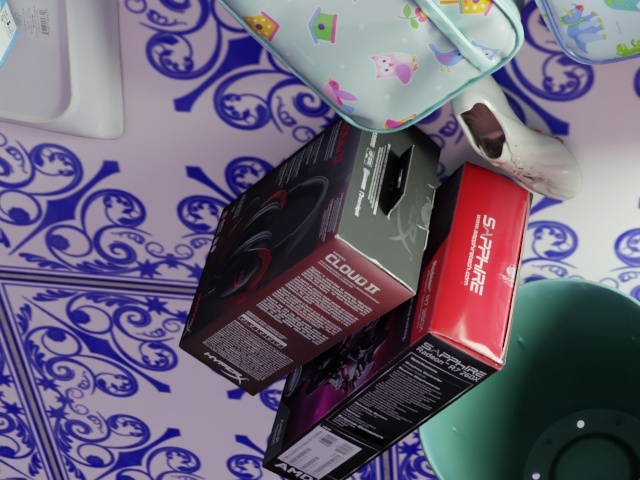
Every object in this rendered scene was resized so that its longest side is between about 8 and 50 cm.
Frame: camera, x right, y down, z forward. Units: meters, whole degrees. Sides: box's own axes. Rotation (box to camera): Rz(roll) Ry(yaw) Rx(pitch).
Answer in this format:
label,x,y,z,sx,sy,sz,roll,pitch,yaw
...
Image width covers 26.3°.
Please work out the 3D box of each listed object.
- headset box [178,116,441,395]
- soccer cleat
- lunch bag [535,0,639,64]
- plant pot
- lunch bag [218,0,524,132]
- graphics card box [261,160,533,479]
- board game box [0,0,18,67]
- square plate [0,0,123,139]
label,x,y,z,sx,sy,sz,roll,pitch,yaw
headset box,0.000,0.000,1.433,0.110,0.218,0.293,36,133,-22
soccer cleat,0.195,-0.094,1.390,0.068,0.076,0.196,-28,123,35
lunch bag,0.257,-0.264,1.190,0.176,0.090,0.219,-14,130,25
plant pot,0.286,0.226,1.559,0.293,0.293,0.235,-9,145,22
lunch bag,0.043,-0.242,1.253,0.224,0.108,0.279,-28,123,35
graphics card box,0.078,0.104,1.492,0.094,0.233,0.371,27,141,-14
board game box,-0.480,-0.285,1.285,0.308,0.086,0.302,0,135,14
square plate,-0.375,-0.248,1.396,0.344,0.049,0.347,11,136,4
